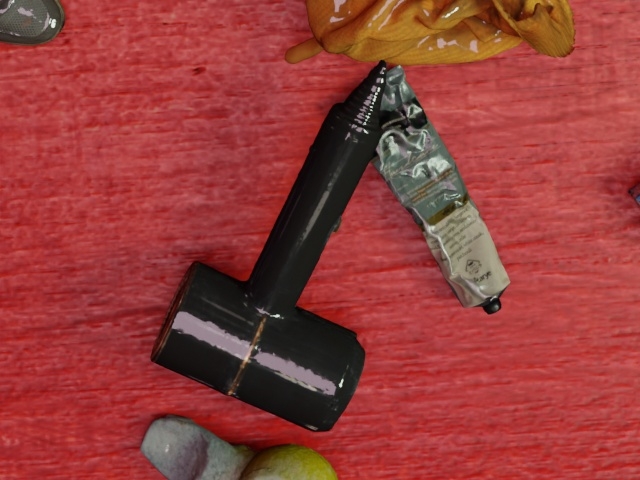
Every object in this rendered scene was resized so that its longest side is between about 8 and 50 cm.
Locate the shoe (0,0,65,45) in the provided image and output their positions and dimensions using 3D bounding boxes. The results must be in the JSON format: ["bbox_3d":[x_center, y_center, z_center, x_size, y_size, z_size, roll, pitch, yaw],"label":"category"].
[{"bbox_3d":[-0.325,-0.235,1.763,0.194,0.077,0.074,31,98,-6],"label":"shoe"}]

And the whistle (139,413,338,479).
[{"bbox_3d":[-0.068,0.233,1.854,0.223,0.123,0.123,27,100,16],"label":"whistle"}]

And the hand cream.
[{"bbox_3d":[0.103,-0.039,1.828,0.075,0.052,0.248,-33,94,-18],"label":"hand cream"}]

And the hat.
[{"bbox_3d":[0.067,-0.215,1.747,0.233,0.244,0.233,-28,61,24],"label":"hat"}]

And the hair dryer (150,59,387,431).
[{"bbox_3d":[0.000,0.000,1.772,0.189,0.107,0.352,25,110,-8],"label":"hair dryer"}]

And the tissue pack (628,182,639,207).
[{"bbox_3d":[0.381,-0.020,1.819,0.115,0.065,0.155,-41,99,6],"label":"tissue pack"}]
